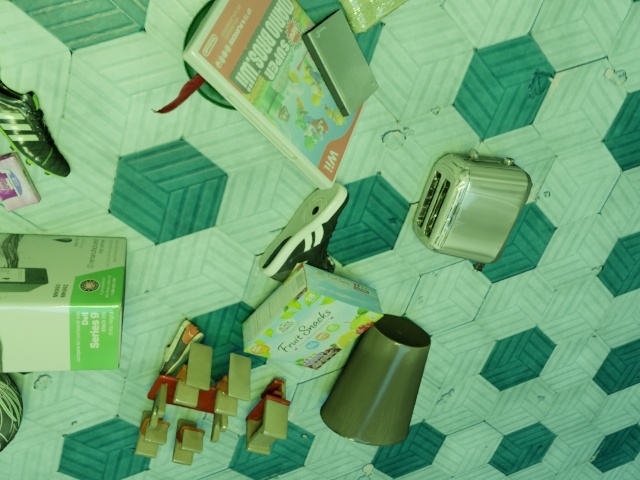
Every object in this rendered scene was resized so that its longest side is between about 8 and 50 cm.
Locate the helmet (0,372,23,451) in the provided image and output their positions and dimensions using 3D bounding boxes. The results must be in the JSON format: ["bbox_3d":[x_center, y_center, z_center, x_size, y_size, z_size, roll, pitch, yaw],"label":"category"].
[{"bbox_3d":[-0.585,0.279,0.933,0.162,0.169,0.169,-10,121,5],"label":"helmet"}]

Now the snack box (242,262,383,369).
[{"bbox_3d":[-0.019,0.147,1.045,0.175,0.070,0.207,22,127,-32],"label":"snack box"}]

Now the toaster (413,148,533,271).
[{"bbox_3d":[0.268,-0.054,1.036,0.147,0.129,0.227,9,116,-17],"label":"toaster"}]

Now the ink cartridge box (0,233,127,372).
[{"bbox_3d":[-0.445,0.087,0.842,0.289,0.211,0.121,2,117,-18],"label":"ink cartridge box"}]

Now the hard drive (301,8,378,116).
[{"bbox_3d":[0.032,-0.270,0.861,0.094,0.022,0.135,-50,120,-36],"label":"hard drive"}]

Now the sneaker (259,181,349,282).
[{"bbox_3d":[0.000,0.000,1.016,0.121,0.079,0.217,32,113,-32],"label":"sneaker"}]

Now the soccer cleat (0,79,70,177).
[{"bbox_3d":[-0.418,-0.166,0.806,0.072,0.060,0.179,-38,118,3],"label":"soccer cleat"}]

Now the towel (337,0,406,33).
[{"bbox_3d":[0.091,-0.396,0.855,0.148,0.027,0.110,-35,121,3],"label":"towel"}]

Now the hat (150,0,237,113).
[{"bbox_3d":[-0.104,-0.237,0.789,0.173,0.183,0.208,33,104,-29],"label":"hat"}]

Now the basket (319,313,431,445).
[{"bbox_3d":[0.129,0.279,1.160,0.204,0.154,0.226,11,110,-23],"label":"basket"}]

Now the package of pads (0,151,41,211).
[{"bbox_3d":[-0.463,-0.087,0.849,0.050,0.032,0.083,-19,121,-8],"label":"package of pads"}]

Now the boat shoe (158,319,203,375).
[{"bbox_3d":[-0.269,0.207,1.059,0.043,0.049,0.137,42,115,8],"label":"boat shoe"}]

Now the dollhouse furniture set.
[{"bbox_3d":[-0.196,0.310,1.082,0.259,0.135,0.262,22,127,-22],"label":"dollhouse furniture set"}]

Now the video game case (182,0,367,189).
[{"bbox_3d":[-0.045,-0.237,0.815,0.285,0.025,0.204,41,58,-35],"label":"video game case"}]
